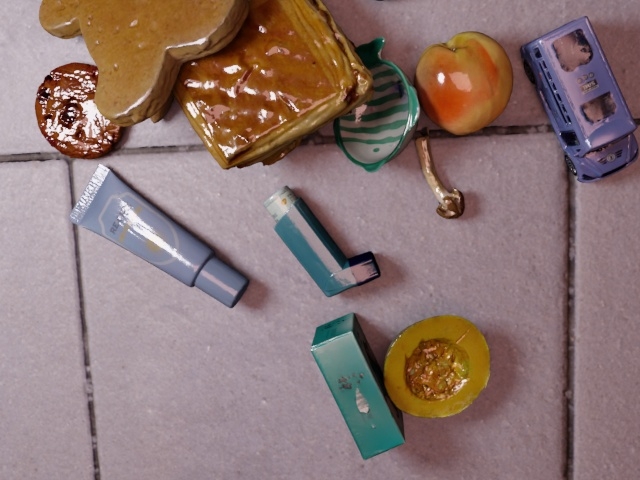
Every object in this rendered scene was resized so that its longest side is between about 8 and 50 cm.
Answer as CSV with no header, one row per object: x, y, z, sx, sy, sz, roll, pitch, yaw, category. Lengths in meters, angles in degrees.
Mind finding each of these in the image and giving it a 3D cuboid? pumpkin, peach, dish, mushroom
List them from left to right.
0.121,-0.247,1.307,0.078,0.224,0.246,2,85,-39,dish
0.215,0.240,1.379,0.217,0.110,0.218,-2,99,-13,pumpkin
0.226,-0.128,1.351,0.060,0.061,0.187,-24,92,12,mushroom
0.261,-0.283,1.270,0.184,0.184,0.184,1,98,4,peach

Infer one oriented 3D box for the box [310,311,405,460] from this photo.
0.075,0.280,1.368,0.092,0.153,0.245,-24,97,8,box

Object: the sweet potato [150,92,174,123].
-0.270,-0.391,1.329,0.114,0.092,0.342,30,100,-18,sweet potato

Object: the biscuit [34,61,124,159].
-0.474,-0.256,1.384,0.192,0.049,0.192,0,99,0,biscuit

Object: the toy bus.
0.485,-0.251,1.275,0.125,0.133,0.292,-26,95,6,toy bus

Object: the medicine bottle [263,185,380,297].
0.000,0.000,1.371,0.124,0.079,0.258,-39,93,12,medicine bottle

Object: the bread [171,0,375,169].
-0.093,-0.294,1.291,0.324,0.167,0.278,-32,82,3,bread

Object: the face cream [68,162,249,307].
-0.318,0.004,1.395,0.385,0.086,0.136,33,99,4,face cream

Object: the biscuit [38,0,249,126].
-0.313,-0.432,1.265,0.368,0.076,0.394,-41,64,7,biscuit
